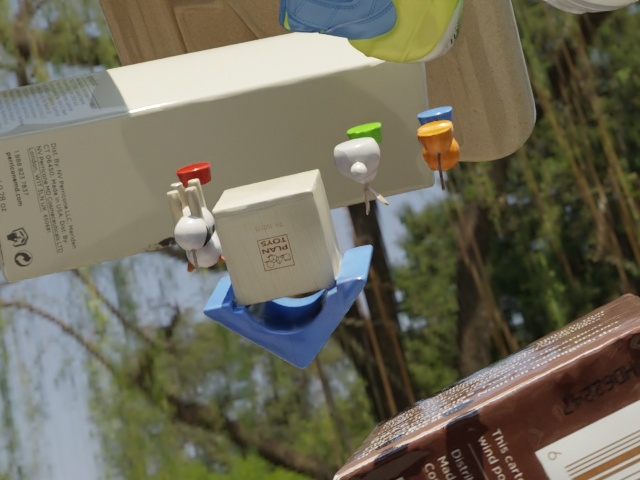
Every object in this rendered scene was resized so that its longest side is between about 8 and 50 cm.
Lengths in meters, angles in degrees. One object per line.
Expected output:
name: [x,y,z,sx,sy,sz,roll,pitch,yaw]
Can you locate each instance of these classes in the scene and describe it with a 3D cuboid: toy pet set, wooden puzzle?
toy pet set: [0.000,0.000,0.550,0.122,0.065,0.114,-13,14,8]
wooden puzzle: [-0.021,-0.215,1.050,0.347,0.322,0.080,1,31,34]

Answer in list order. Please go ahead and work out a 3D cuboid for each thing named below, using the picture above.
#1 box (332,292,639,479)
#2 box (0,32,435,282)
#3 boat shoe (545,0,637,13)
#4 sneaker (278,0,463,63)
box: [0.125,0.137,0.667,0.167,0.168,0.203,-28,-5,6]
box: [-0.075,-0.062,0.865,0.275,0.113,0.094,-12,-67,-12]
boat shoe: [0.056,-0.120,0.428,0.066,0.184,0.063,9,-47,-26]
sneaker: [0.020,-0.211,0.728,0.126,0.240,0.091,2,18,-2]
